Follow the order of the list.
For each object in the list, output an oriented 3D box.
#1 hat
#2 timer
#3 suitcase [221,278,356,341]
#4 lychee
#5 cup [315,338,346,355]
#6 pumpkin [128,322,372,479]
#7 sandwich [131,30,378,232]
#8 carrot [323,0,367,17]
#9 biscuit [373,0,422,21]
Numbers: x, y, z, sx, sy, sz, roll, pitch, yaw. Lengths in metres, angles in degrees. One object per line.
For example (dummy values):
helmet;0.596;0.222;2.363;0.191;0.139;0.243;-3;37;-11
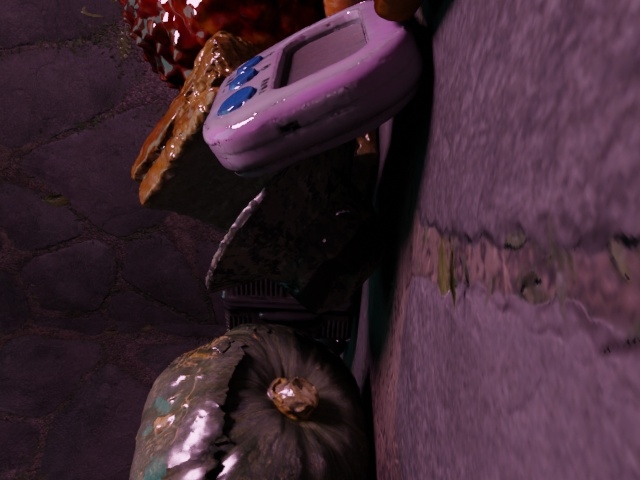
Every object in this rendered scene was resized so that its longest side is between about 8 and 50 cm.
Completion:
hat;0.000;0.000;0.612;0.265;0.128;0.265;-47;-2;-2
timer;-0.006;-0.139;0.500;0.069;0.190;0.208;59;-163;-29
suitcase;-0.049;0.023;1.036;0.335;0.229;0.152;-88;0;-60
lychee;-0.114;-0.427;0.934;0.425;0.424;0.500;94;180;-48
cup;0.025;0.191;1.189;0.100;0.078;0.077;-44;-34;-37
pumpkin;-0.082;0.257;0.672;0.257;0.291;0.328;-52;36;30
sandwich;-0.065;-0.111;0.794;0.262;0.325;0.131;-41;45;39
carrot;0.044;-0.306;0.769;0.087;0.087;0.193;-89;4;-61
biscuit;0.069;-0.334;0.362;0.359;0.046;0.359;-177;90;-86
